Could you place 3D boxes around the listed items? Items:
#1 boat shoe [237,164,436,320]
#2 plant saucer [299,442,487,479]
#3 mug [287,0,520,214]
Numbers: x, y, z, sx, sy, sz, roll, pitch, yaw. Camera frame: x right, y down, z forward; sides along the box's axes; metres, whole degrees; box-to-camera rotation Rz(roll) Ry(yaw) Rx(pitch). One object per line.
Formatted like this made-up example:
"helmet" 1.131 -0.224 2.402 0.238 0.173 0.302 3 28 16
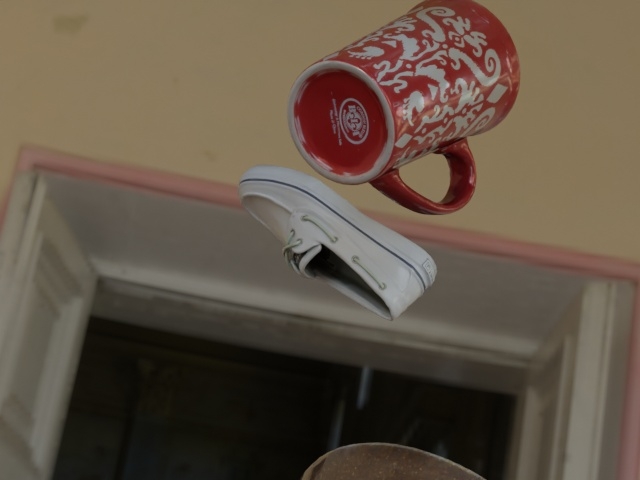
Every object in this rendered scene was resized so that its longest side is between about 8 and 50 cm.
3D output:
"boat shoe" 0.000 0.000 1.434 0.226 0.076 0.083 26 -33 26
"plant saucer" 0.045 0.167 0.529 0.036 0.198 0.198 -29 6 -37
"mug" 0.070 -0.094 1.099 0.113 0.150 0.169 -40 -6 39
